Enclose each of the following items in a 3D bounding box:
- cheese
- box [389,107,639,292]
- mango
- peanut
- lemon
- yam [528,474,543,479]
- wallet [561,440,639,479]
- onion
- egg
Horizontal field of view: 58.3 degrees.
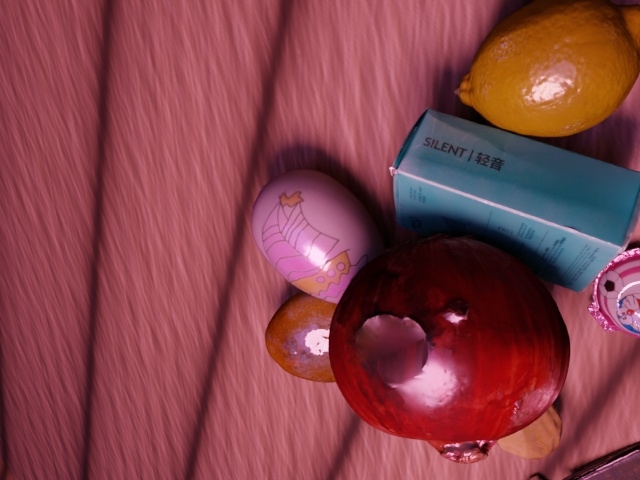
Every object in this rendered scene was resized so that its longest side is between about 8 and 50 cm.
[{"bbox_3d":[0.519,0.066,0.852,0.244,0.062,0.155,-39,91,35],"label":"cheese"},{"bbox_3d":[0.269,-0.055,0.832,0.311,0.118,0.205,21,162,17],"label":"box"},{"bbox_3d":[0.047,0.175,1.107,0.316,0.146,0.192,-13,105,11],"label":"mango"},{"bbox_3d":[0.295,0.246,1.011,0.147,0.147,0.319,-38,89,35],"label":"peanut"},{"bbox_3d":[0.299,-0.222,0.753,0.248,0.184,0.184,-17,105,38],"label":"lemon"},{"bbox_3d":[0.514,0.572,1.101,0.300,0.066,0.066,43,125,4],"label":"yam"},{"bbox_3d":[0.599,0.518,1.025,0.169,0.044,0.317,-41,89,23],"label":"wallet"},{"bbox_3d":[0.173,0.139,0.823,0.341,0.341,0.341,11,118,22],"label":"onion"},{"bbox_3d":[0.000,0.000,1.007,0.196,0.196,0.271,-35,88,35],"label":"egg"}]
